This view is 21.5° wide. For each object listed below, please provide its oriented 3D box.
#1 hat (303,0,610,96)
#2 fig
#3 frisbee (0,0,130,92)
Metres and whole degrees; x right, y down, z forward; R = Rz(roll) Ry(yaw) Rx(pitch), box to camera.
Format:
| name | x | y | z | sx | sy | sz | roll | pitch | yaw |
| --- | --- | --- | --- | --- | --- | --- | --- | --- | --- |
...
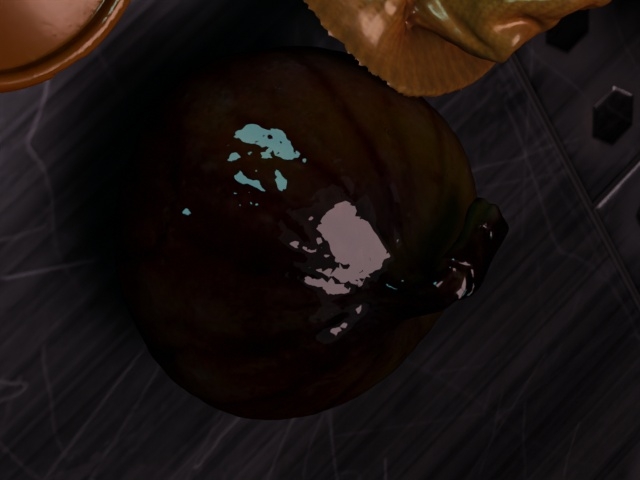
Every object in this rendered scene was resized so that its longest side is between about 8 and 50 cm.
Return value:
| name | x | y | z | sx | sy | sz | roll | pitch | yaw |
| --- | --- | --- | --- | --- | --- | --- | --- | --- | --- |
| hat | 0.120 | -0.228 | 0.964 | 0.244 | 0.233 | 0.233 | 37 | 49 | -27 |
| fig | -0.013 | -0.005 | 1.037 | 0.235 | 0.214 | 0.235 | -9 | 130 | -11 |
| frisbee | -0.182 | -0.177 | 0.937 | 0.192 | 0.035 | 0.192 | -16 | 118 | -32 |
